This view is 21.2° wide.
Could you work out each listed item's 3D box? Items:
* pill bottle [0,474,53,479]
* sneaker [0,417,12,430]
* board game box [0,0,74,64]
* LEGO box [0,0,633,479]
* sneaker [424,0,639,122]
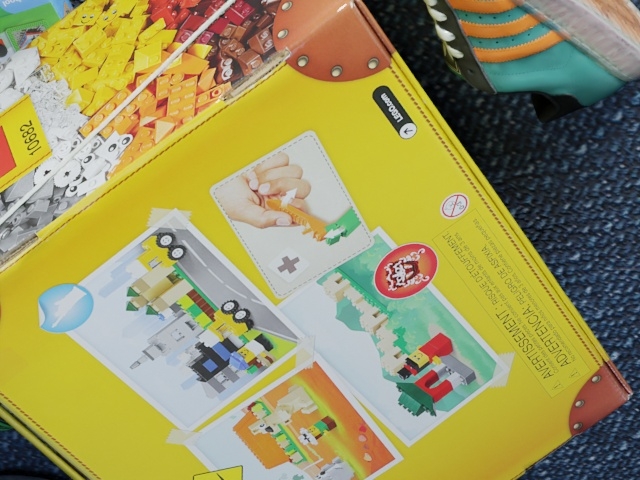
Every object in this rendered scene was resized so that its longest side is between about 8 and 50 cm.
[{"bbox_3d":[-0.313,0.434,1.685,0.210,0.363,0.210,-3,139,-2],"label":"pill bottle"},{"bbox_3d":[-0.364,0.088,1.464,0.343,0.134,0.146,29,131,-32],"label":"sneaker"},{"bbox_3d":[-0.244,-0.114,1.317,0.160,0.039,0.211,-15,139,11],"label":"board game box"},{"bbox_3d":[-0.039,0.041,1.311,0.372,0.193,0.500,-35,131,5],"label":"LEGO box"},{"bbox_3d":[0.115,-0.173,1.236,0.302,0.108,0.121,30,124,-35],"label":"sneaker"}]
